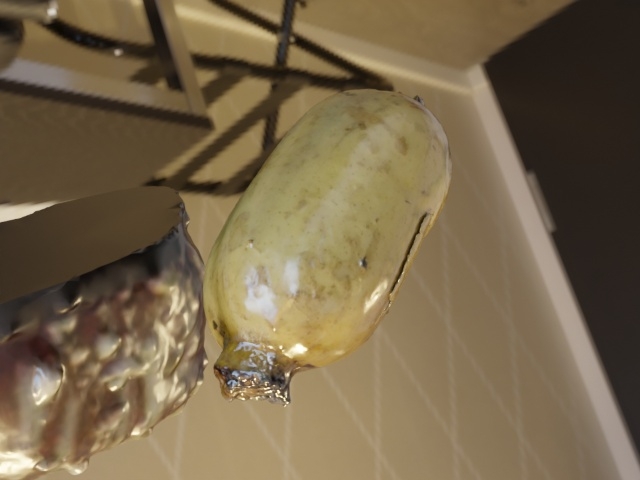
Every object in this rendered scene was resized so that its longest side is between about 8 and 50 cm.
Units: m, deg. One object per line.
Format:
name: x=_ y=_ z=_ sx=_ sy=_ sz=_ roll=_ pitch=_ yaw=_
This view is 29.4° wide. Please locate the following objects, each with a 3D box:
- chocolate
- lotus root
chocolate: x=-0.242 y=0.101 z=1.098 sx=0.340 sy=0.210 sz=0.225 roll=-26 pitch=-153 yaw=-38
lotus root: x=0.000 y=0.000 z=0.921 sx=0.146 sy=0.284 sz=0.160 roll=21 pitch=153 yaw=12
